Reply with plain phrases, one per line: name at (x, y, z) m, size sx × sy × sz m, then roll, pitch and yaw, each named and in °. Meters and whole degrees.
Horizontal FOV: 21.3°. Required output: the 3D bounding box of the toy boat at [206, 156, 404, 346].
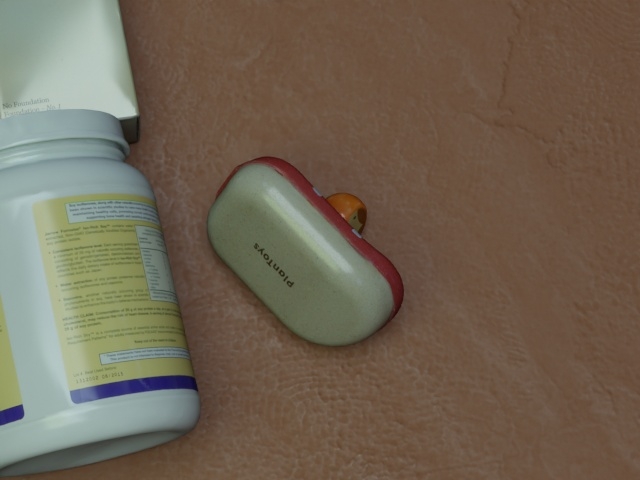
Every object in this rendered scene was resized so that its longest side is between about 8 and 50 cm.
toy boat at (0.000, 0.000, 1.841) m, size 0.231 × 0.151 × 0.151 m, roll 46°, pitch 48°, yaw 5°

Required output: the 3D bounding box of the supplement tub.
supplement tub at (-0.268, 0.056, 1.730) m, size 0.241 × 0.241 × 0.331 m, roll -11°, pitch 79°, yaw -9°

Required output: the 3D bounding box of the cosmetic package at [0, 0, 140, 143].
cosmetic package at (-0.299, -0.254, 1.863) m, size 0.160 × 0.113 × 0.309 m, roll -11°, pitch 80°, yaw -9°
